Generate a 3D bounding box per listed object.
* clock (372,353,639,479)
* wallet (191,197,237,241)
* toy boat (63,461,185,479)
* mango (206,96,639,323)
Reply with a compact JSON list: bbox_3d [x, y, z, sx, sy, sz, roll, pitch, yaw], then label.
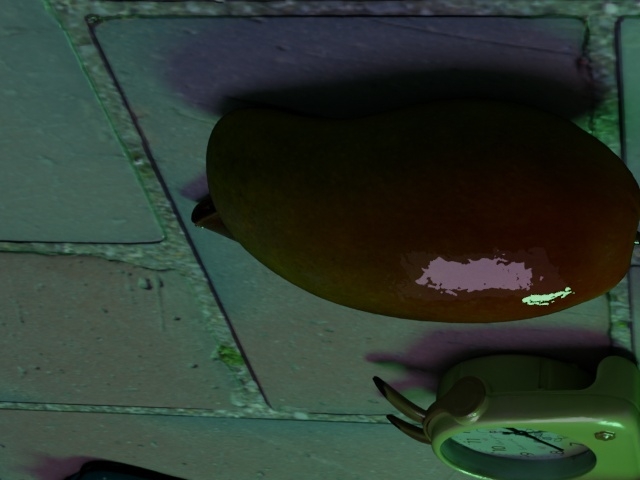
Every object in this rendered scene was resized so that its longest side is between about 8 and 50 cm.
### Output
[{"bbox_3d":[0.161,0.152,1.679,0.232,0.069,0.170,1,154,13],"label":"clock"},{"bbox_3d":[0.000,0.000,1.463,0.176,0.026,0.095,25,154,-30],"label":"wallet"},{"bbox_3d":[-0.127,0.317,2.051,0.298,0.092,0.134,18,148,-20],"label":"toy boat"},{"bbox_3d":[0.063,-0.019,1.284,0.289,0.146,0.129,-2,-163,17],"label":"mango"}]
